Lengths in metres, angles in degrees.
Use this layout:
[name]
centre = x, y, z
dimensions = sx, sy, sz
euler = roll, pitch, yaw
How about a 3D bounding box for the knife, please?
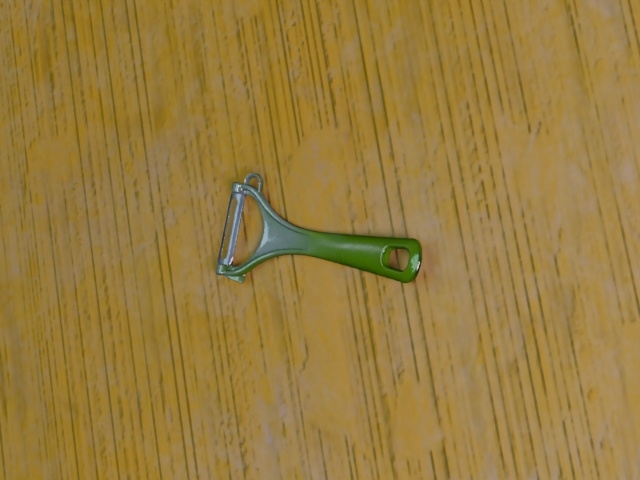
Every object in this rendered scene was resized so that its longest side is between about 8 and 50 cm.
[knife]
centre = 0.001, 0.000, 1.049
dimensions = 0.166, 0.023, 0.078
euler = 10, 93, 32
